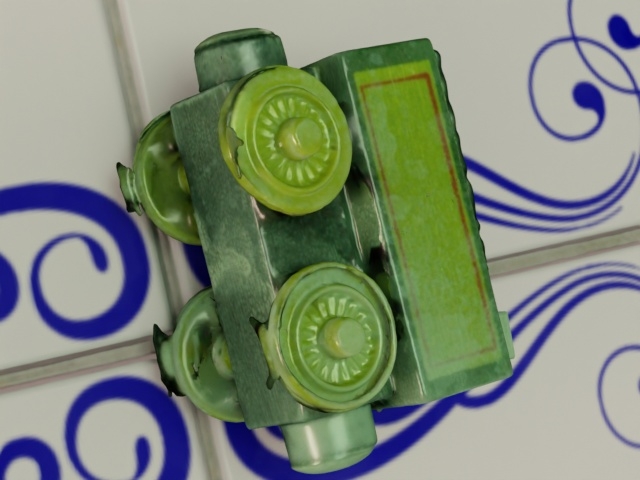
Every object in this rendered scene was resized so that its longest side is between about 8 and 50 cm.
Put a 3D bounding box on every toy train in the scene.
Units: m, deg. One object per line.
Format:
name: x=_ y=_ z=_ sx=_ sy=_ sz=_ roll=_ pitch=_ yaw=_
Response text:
toy train: x=0.000 y=0.000 z=1.097 sx=0.188 sy=0.159 sz=0.272 roll=-12 pitch=88 yaw=-35
